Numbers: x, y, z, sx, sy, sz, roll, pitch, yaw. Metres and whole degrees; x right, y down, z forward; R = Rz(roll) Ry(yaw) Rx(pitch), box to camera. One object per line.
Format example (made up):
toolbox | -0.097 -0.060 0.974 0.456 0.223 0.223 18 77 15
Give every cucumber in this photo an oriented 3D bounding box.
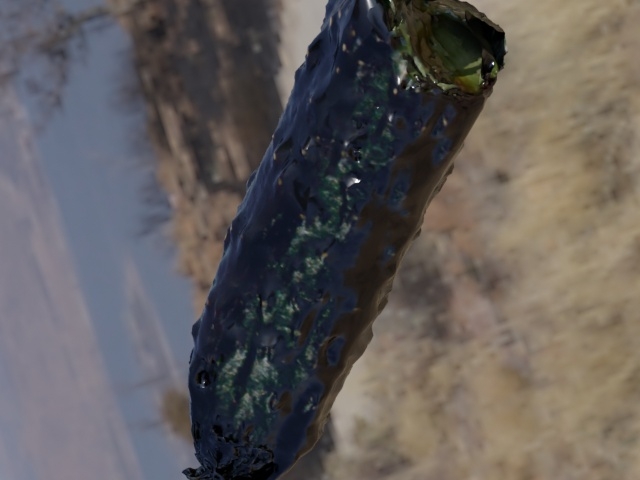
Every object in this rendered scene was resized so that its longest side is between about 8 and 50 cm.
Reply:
cucumber | 0.000 0.000 0.519 0.053 0.053 0.181 60 137 42
